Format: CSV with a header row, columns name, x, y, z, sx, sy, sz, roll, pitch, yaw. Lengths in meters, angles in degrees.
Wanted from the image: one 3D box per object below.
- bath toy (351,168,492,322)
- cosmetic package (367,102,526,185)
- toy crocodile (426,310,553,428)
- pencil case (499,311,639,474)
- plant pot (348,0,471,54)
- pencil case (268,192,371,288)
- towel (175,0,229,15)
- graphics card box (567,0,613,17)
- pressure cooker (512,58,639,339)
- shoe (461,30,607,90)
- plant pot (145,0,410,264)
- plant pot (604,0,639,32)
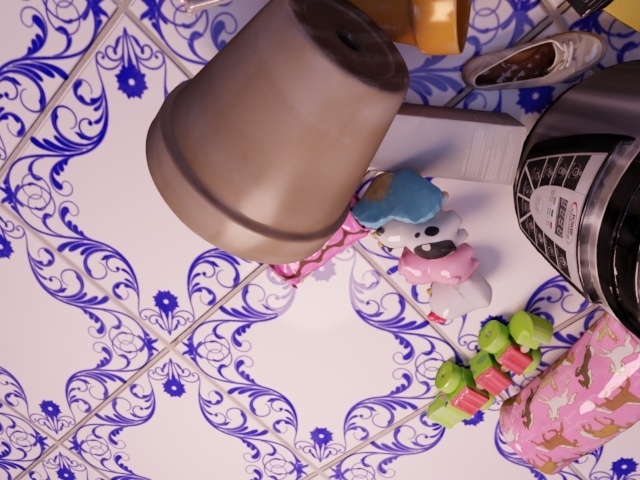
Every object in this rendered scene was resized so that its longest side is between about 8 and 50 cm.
name,x,y,z,sx,sy,sz,roll,pitch,yaw
bath toy,0.185,0.031,0.828,0.129,0.151,0.348,-42,130,-1
cosmetic package,0.194,-0.164,0.782,0.237,0.127,0.107,5,116,6
toy crocodile,0.341,0.274,0.975,0.115,0.105,0.341,33,114,-8
pencil case,0.488,0.275,0.879,0.160,0.167,0.386,39,130,20
plant pot,0.110,-0.369,0.672,0.187,0.205,0.205,6,116,21
pencil case,0.000,0.000,0.900,0.209,0.095,0.098,-37,70,22
towel,-0.024,-0.424,0.606,0.331,0.317,0.053,-12,143,11
graphics card box,0.267,-0.460,0.490,0.371,0.094,0.233,54,142,6
pressure cooker,0.498,-0.048,0.618,0.369,0.420,0.376,36,106,-16
shoe,0.338,-0.275,0.750,0.218,0.058,0.077,-10,113,11
plant pot,-0.040,-0.173,0.660,0.323,0.323,0.280,36,131,-10
plant pot,0.447,-0.383,0.619,0.212,0.212,0.187,27,126,-6
